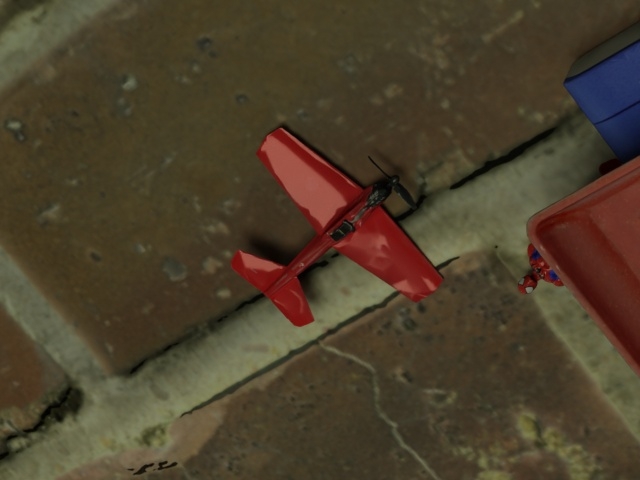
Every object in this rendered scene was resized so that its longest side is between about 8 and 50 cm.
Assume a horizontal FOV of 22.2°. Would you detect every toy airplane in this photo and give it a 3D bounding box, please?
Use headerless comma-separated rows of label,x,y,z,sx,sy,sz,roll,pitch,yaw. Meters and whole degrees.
toy airplane,0.000,0.000,1.051,0.151,0.028,0.151,10,125,15

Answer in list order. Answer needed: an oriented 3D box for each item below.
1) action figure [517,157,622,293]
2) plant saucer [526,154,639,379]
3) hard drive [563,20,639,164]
action figure,0.150,-0.002,0.981,0.038,0.030,0.115,45,139,10
plant saucer,0.288,0.022,0.882,0.258,0.048,0.259,-31,104,34
hard drive,0.312,-0.018,0.902,0.210,0.040,0.319,-30,106,34
